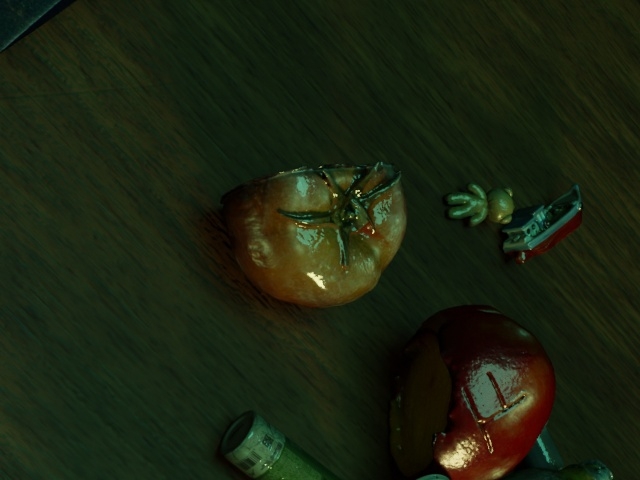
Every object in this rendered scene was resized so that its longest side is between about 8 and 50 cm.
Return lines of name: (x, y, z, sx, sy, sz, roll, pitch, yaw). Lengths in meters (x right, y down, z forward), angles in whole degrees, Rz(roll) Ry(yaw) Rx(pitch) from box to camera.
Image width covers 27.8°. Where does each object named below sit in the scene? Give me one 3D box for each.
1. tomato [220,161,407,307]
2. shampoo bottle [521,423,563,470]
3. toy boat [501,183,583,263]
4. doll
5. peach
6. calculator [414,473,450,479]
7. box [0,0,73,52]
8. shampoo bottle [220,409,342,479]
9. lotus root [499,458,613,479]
tomato: (0.000, 0.000, 1.487, 0.214, 0.180, 0.155, -9, 86, -36)
shampoo bottle: (0.263, 0.239, 1.673, 0.074, 0.074, 0.192, -30, 95, -41)
toy boat: (0.317, -0.029, 1.815, 0.173, 0.069, 0.059, -33, 104, -36)
doll: (0.217, -0.050, 1.757, 0.093, 0.051, 0.061, 4, 78, -36)
peach: (0.166, 0.190, 1.538, 0.226, 0.190, 0.196, -40, 143, -16)
calculator: (0.106, 0.329, 1.482, 0.095, 0.153, 0.021, -2, 31, -32)
box: (-0.234, -0.348, 1.365, 0.116, 0.261, 0.279, 52, 50, -15)
shampoo bottle: (-0.017, 0.270, 1.444, 0.204, 0.065, 0.065, 41, 53, -20)
lotus root: (0.239, 0.364, 1.565, 0.322, 0.140, 0.158, -38, 115, -42)
